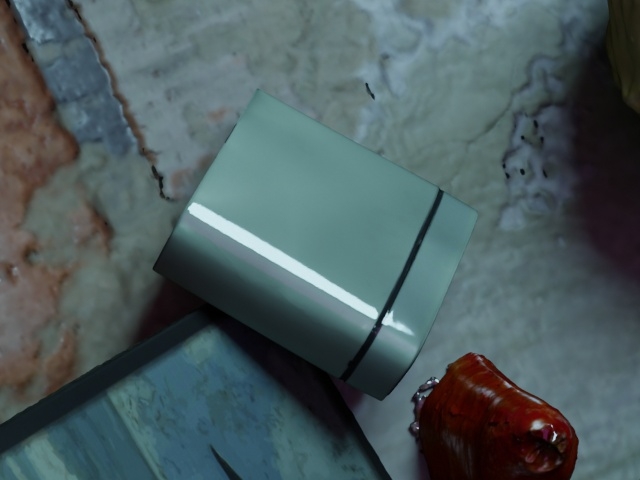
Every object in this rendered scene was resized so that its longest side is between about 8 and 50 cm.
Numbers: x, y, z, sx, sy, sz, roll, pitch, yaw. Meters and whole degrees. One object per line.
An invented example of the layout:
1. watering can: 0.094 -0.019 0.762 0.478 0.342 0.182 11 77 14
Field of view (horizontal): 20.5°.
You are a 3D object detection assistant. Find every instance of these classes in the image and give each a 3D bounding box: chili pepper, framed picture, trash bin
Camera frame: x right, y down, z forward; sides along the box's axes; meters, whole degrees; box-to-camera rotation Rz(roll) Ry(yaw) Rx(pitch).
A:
1. chili pepper: 0.091 0.095 0.837 0.065 0.169 0.088 -18 86 -8
2. framed picture: -0.044 0.173 0.765 0.016 0.347 0.265 -31 89 32
3. trash bin: 0.000 0.000 0.869 0.130 0.059 0.116 30 48 -3

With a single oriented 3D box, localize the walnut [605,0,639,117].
1. walnut: 0.256 -0.128 0.855 0.261 0.225 0.225 -28 90 -9
